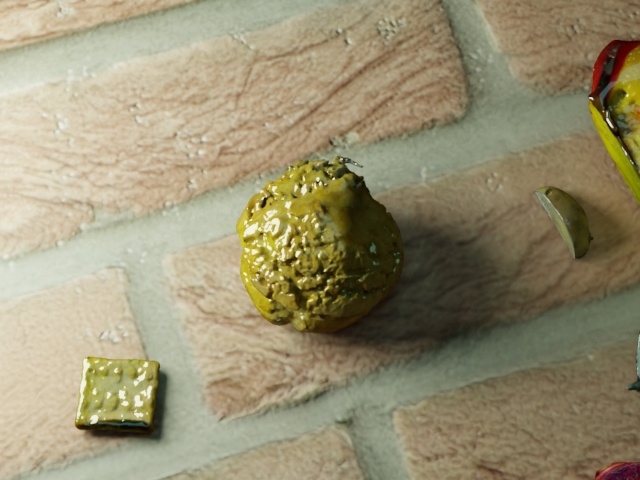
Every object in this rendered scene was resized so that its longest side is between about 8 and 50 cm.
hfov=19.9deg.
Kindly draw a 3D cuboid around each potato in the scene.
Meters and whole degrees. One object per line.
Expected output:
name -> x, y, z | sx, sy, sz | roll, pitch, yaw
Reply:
potato -> 0.270, -0.030, 1.980 | 0.037, 0.036, 0.093 | -25, 68, -8

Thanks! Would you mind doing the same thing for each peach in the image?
peach -> 0.389, -0.094, 1.945 | 0.158, 0.154, 0.267 | -28, 71, -4

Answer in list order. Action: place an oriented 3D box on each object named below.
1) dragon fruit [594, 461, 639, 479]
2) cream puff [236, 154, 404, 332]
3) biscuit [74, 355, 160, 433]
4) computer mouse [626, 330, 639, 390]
dragon fruit -> 0.324, 0.277, 1.834 | 0.126, 0.068, 0.112 | -18, 51, 5
cream puff -> 0.000, 0.000, 1.914 | 0.189, 0.129, 0.189 | 1, 69, -3
biscuit -> -0.211, 0.161, 1.897 | 0.083, 0.018, 0.081 | 3, 66, -1
computer mouse -> 0.428, 0.109, 1.905 | 0.229, 0.068, 0.113 | -19, 66, -9
